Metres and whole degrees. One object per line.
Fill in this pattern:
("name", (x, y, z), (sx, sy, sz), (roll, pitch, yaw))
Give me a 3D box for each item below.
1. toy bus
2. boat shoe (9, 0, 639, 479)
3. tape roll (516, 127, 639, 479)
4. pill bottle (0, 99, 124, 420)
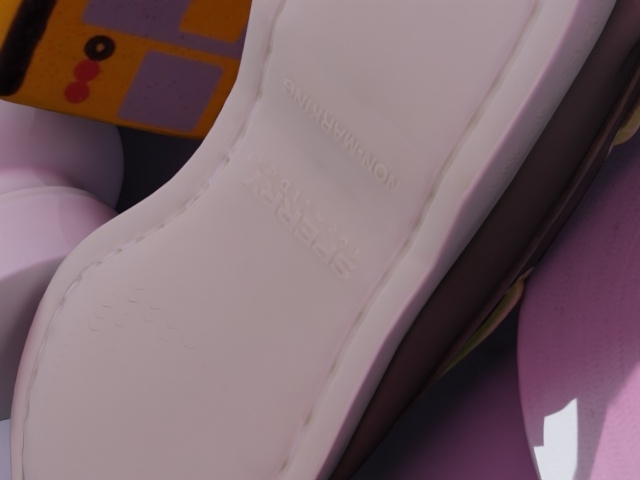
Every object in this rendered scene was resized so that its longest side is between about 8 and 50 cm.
("toy bus", (-0.102, -0.181, 0.546), (0.108, 0.130, 0.333), (-60, 37, 30))
("boat shoe", (0.003, 0.003, 0.448), (0.109, 0.091, 0.305), (49, 127, 20))
("tape roll", (0.168, 0.035, 0.426), (0.219, 0.072, 0.219), (-8, 67, 19))
("pill bottle", (-0.141, -0.043, 0.553), (0.117, 0.117, 0.208), (-36, 62, 5))
